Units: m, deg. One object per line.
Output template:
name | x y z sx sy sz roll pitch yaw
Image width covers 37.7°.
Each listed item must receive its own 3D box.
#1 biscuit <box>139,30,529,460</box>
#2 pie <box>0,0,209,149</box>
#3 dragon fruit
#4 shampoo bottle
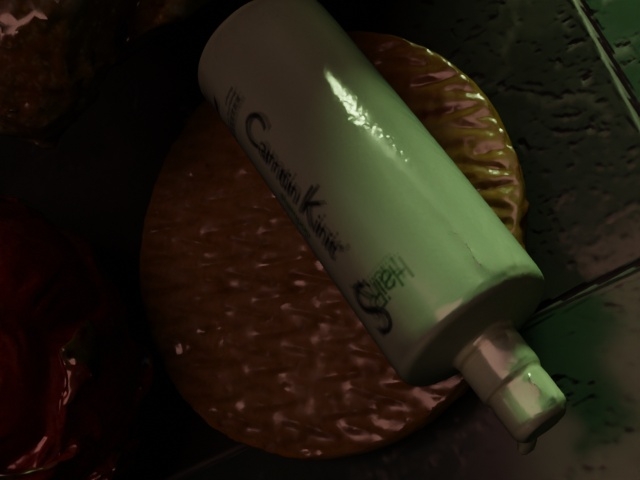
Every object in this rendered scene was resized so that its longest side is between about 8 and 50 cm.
biscuit | 0.001 0.000 0.557 0.262 0.037 0.262 -8 74 29
pie | -0.123 -0.308 0.559 0.395 0.180 0.418 -36 52 15
dragon fruit | -0.249 0.083 0.556 0.298 0.244 0.244 6 80 2
shampoo bottle | 0.032 -0.014 0.470 0.085 0.085 0.262 -43 61 15
